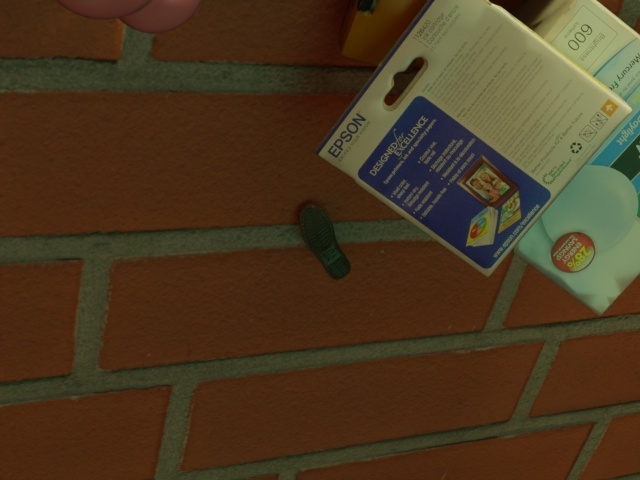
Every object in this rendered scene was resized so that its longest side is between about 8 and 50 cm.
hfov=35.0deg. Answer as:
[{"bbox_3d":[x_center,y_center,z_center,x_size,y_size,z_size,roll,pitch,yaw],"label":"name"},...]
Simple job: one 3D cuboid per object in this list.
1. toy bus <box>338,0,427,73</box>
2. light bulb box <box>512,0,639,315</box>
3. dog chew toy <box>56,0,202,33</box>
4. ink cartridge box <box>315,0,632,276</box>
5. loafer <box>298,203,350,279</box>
[{"bbox_3d":[0.124,-0.389,1.343,0.108,0.130,0.332,15,121,-9],"label":"toy bus"},{"bbox_3d":[0.387,-0.146,1.541,0.361,0.225,0.358,34,108,-13],"label":"light bulb box"},{"bbox_3d":[-0.256,-0.349,1.150,0.206,0.206,0.332,-46,141,12],"label":"dog chew toy"},{"bbox_3d":[0.204,-0.154,1.383,0.307,0.072,0.303,36,109,-7],"label":"ink cartridge box"},{"bbox_3d":[0.000,0.000,1.667,0.056,0.050,0.148,-29,119,-9],"label":"loafer"}]
